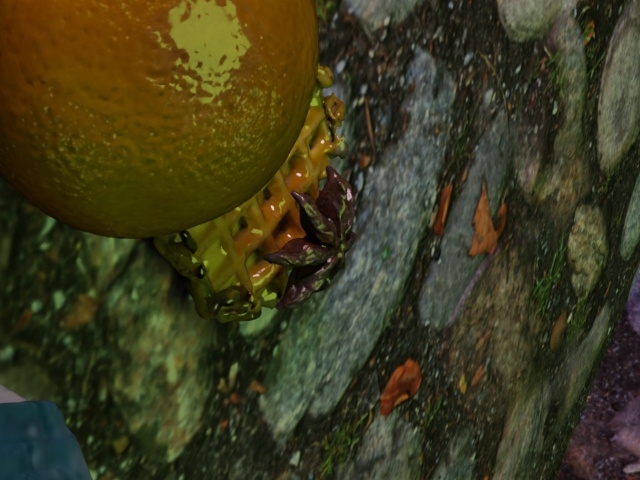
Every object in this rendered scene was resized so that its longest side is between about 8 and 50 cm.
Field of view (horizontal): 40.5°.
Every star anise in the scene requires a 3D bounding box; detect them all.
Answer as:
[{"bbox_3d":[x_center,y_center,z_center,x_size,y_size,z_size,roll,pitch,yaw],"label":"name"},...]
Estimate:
[{"bbox_3d":[0.001,-0.001,0.783,0.141,0.042,0.141,-48,147,-45],"label":"star anise"}]

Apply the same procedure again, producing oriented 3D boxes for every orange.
[{"bbox_3d":[-0.107,-0.118,0.514,0.236,0.236,0.237,-27,125,-48],"label":"orange"}]

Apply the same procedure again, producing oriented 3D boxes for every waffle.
[{"bbox_3d":[-0.061,-0.053,0.745,0.280,0.060,0.262,2,100,-59],"label":"waffle"}]

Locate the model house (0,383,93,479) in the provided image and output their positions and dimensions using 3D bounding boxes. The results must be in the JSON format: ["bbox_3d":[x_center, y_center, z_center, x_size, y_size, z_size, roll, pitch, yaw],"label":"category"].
[{"bbox_3d":[-0.208,0.170,0.386,0.194,0.324,0.267,10,94,-58],"label":"model house"}]
